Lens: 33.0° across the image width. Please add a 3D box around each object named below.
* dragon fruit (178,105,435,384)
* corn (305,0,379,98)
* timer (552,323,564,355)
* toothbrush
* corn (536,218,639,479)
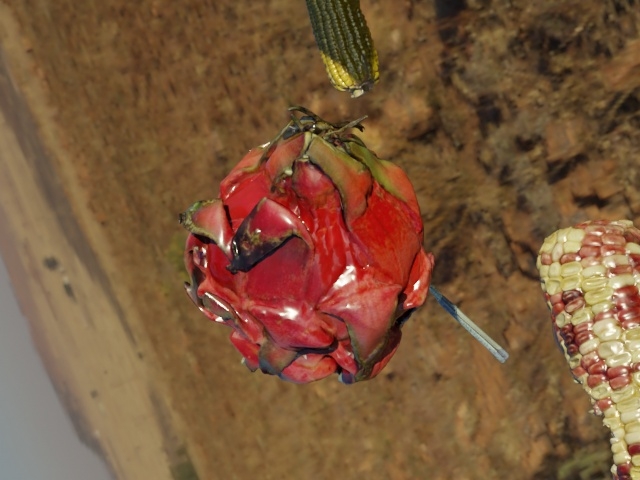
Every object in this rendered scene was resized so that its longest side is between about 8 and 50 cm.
[{"bbox_3d":[0.000,0.000,0.947,0.234,0.233,0.293,60,154,23],"label":"dragon fruit"},{"bbox_3d":[0.025,-0.309,1.518,0.080,0.080,0.238,118,138,-71],"label":"corn"},{"bbox_3d":[0.280,0.077,1.052,0.136,0.136,0.099,98,152,-63],"label":"timer"},{"bbox_3d":[0.174,0.094,1.455,0.219,0.019,0.016,41,-149,-15],"label":"toothbrush"},{"bbox_3d":[0.247,0.118,0.827,0.098,0.098,0.290,105,152,-67],"label":"corn"}]
